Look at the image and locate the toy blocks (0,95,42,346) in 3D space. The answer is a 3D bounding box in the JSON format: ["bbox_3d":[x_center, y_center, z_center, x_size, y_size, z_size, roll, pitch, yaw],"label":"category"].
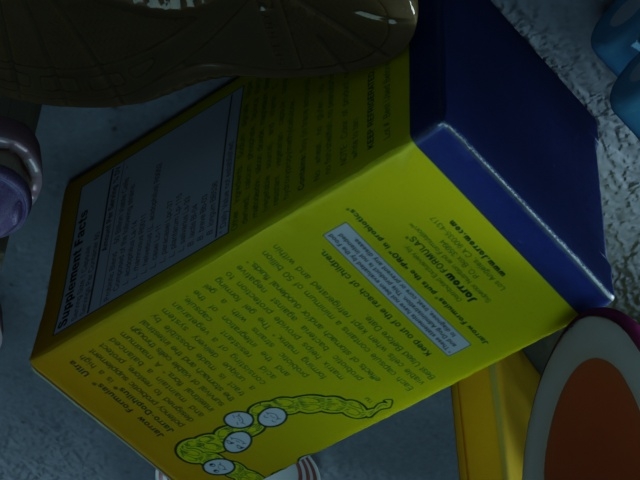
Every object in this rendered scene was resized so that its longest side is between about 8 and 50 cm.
[{"bbox_3d":[-0.351,0.037,1.358,0.288,0.260,0.309,13,123,-10],"label":"toy blocks"}]

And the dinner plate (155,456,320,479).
[{"bbox_3d":[-0.070,0.200,1.681,0.141,0.017,0.141,1,133,1],"label":"dinner plate"}]

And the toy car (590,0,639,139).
[{"bbox_3d":[0.337,-0.110,1.272,0.238,0.210,0.219,-41,108,18],"label":"toy car"}]

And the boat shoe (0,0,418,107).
[{"bbox_3d":[-0.105,-0.167,1.291,0.341,0.110,0.122,-1,142,6],"label":"boat shoe"}]

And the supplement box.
[{"bbox_3d":[0.000,0.000,1.377,0.356,0.194,0.195,-29,124,27],"label":"supplement box"}]

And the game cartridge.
[{"bbox_3d":[0.184,0.255,1.511,0.052,0.324,0.285,-23,127,21],"label":"game cartridge"}]

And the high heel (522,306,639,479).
[{"bbox_3d":[0.234,0.198,1.374,0.127,0.181,0.377,5,114,29],"label":"high heel"}]
